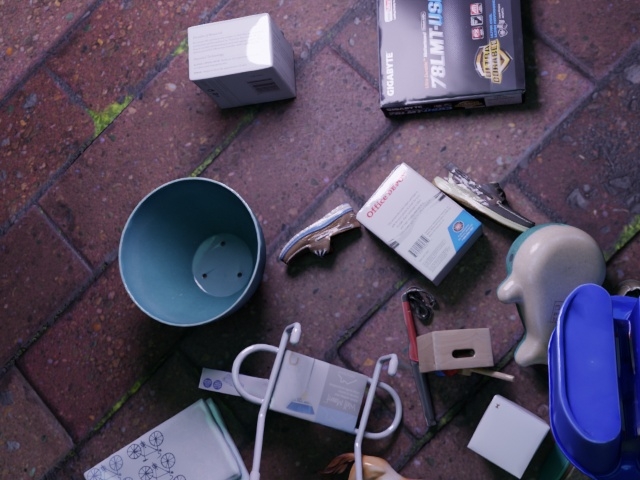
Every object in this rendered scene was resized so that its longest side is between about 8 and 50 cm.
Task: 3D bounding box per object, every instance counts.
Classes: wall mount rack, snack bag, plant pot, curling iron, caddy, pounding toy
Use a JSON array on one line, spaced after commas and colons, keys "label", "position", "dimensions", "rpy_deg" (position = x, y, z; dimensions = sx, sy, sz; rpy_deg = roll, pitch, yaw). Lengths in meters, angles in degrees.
[{"label": "wall mount rack", "position": [0.000, 0.326, 1.472], "dimensions": [0.350, 0.130, 0.304], "rpy_deg": [19, 74, -13]}, {"label": "snack bag", "position": [-0.283, 0.545, 1.634], "dimensions": [0.323, 0.037, 0.342], "rpy_deg": [-32, 74, 6]}, {"label": "plant pot", "position": [-0.230, 0.036, 1.630], "dimensions": [0.290, 0.195, 0.290], "rpy_deg": [-3, 80, 14]}, {"label": "curling iron", "position": [0.201, 0.223, 1.571], "dimensions": [0.068, 0.035, 0.274], "rpy_deg": [-6, 78, 13]}, {"label": "caddy", "position": [0.499, 0.229, 1.319], "dimensions": [0.241, 0.179, 0.341], "rpy_deg": [-1, 59, 15]}, {"label": "pounding toy", "position": [0.267, 0.219, 1.496], "dimensions": [0.141, 0.130, 0.100], "rpy_deg": [-2, 79, -9]}]

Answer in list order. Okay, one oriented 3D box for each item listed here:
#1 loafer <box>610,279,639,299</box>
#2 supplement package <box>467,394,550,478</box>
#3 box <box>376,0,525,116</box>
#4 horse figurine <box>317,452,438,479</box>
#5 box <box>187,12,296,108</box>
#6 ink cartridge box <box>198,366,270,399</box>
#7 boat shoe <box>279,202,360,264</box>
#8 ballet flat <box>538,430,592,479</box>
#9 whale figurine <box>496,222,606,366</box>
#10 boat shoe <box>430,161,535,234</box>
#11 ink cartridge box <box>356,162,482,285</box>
[{"label": "loafer", "position": [0.529, 0.182, 1.468], "dimensions": [0.094, 0.087, 0.251], "rpy_deg": [22, 86, 17]}, {"label": "supplement package", "position": [0.337, 0.346, 1.438], "dimensions": [0.105, 0.179, 0.105], "rpy_deg": [30, 88, 18]}, {"label": "box", "position": [0.265, -0.415, 1.656], "dimensions": [0.293, 0.073, 0.295], "rpy_deg": [-2, 79, 13]}, {"label": "horse figurine", "position": [0.116, 0.484, 1.529], "dimensions": [0.263, 0.066, 0.174], "rpy_deg": [31, 93, 16]}, {"label": "box", "position": [-0.162, -0.373, 1.696], "dimensions": [0.182, 0.181, 0.119], "rpy_deg": [-7, 78, 13]}, {"label": "ink cartridge box", "position": [-0.127, 0.295, 1.608], "dimensions": [0.207, 0.097, 0.046], "rpy_deg": [8, 80, 16]}, {"label": "boat shoe", "position": [0.000, 0.000, 1.647], "dimensions": [0.183, 0.066, 0.066], "rpy_deg": [-37, 75, 5]}, {"label": "ballet flat", "position": [0.429, 0.467, 1.447], "dimensions": [0.106, 0.107, 0.316], "rpy_deg": [33, 94, -3]}, {"label": "whale figurine", "position": [0.419, 0.099, 1.501], "dimensions": [0.216, 0.141, 0.272], "rpy_deg": [2, 103, -14]}, {"label": "boat shoe", "position": [0.325, -0.084, 1.574], "dimensions": [0.223, 0.080, 0.073], "rpy_deg": [30, 93, 22]}, {"label": "ink cartridge box", "position": [0.196, -0.032, 1.593], "dimensions": [0.203, 0.086, 0.148], "rpy_deg": [41, 91, 18]}]
